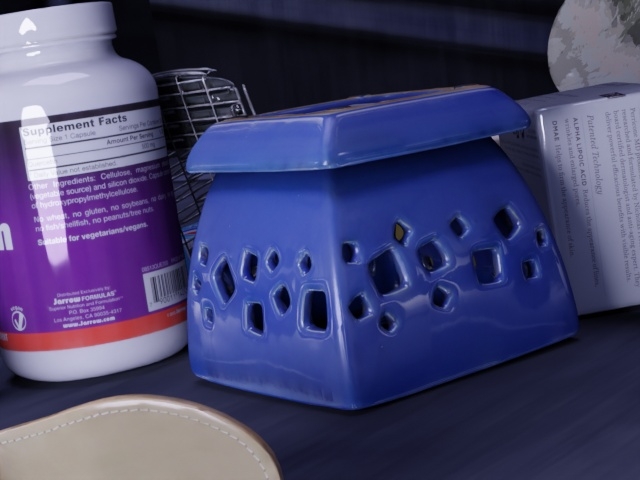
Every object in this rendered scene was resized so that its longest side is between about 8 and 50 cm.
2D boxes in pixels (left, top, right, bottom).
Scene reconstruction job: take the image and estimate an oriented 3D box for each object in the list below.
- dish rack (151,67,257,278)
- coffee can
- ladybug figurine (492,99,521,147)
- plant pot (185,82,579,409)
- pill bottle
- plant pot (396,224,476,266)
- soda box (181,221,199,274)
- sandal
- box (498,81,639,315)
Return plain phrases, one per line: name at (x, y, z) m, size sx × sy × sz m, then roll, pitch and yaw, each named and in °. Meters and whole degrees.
dish rack at (-0.089, -0.042, 1.329) m, size 0.208 × 0.271 × 0.074 m, roll -2°, pitch 25°, yaw 43°
coffee can at (0.429, -0.194, 1.630) m, size 0.201 × 0.201 × 0.275 m, roll -1°, pitch -19°, yaw 45°
ladybug figurine at (0.147, -0.069, 1.591) m, size 0.305 × 0.161 × 0.449 m, roll -11°, pitch 9°, yaw -23°
plant pot at (0.034, -0.006, 1.090) m, size 0.236 × 0.212 × 0.236 m, roll -14°, pitch 10°, yaw -34°
pill bottle at (-0.224, -0.046, 1.246) m, size 0.182 × 0.322 × 0.181 m, roll -9°, pitch 7°, yaw 1°
plant pot at (0.109, 0.009, 1.316) m, size 0.134 × 0.095 × 0.134 m, roll -9°, pitch 7°, yaw 1°
soda box at (-0.145, 0.024, 1.579) m, size 0.067 × 0.071 × 0.210 m, roll -6°, pitch 8°, yaw 21°
sandal at (-0.123, 0.123, 0.790) m, size 0.240 × 0.088 × 0.079 m, roll -11°, pitch 13°, yaw 21°
box at (0.240, -0.042, 1.218) m, size 0.119 × 0.181 × 0.181 m, roll -10°, pitch 8°, yaw -3°
